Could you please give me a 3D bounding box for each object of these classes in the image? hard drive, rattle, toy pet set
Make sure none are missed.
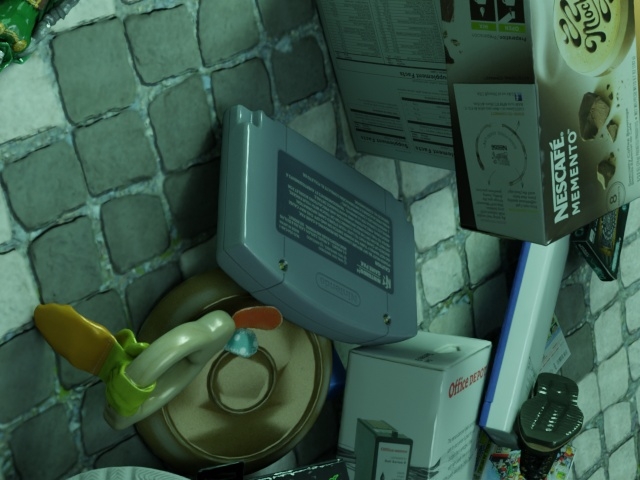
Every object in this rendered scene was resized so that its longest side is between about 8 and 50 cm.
[{"bbox_3d":[0.269,0.101,1.568,0.210,0.040,0.318,50,54,-69],"label":"hard drive"},{"bbox_3d":[-0.157,0.086,1.203,0.200,0.143,0.130,-38,148,-30],"label":"rattle"},{"bbox_3d":[-0.030,0.166,1.367,0.114,0.065,0.122,-4,103,-43],"label":"toy pet set"}]

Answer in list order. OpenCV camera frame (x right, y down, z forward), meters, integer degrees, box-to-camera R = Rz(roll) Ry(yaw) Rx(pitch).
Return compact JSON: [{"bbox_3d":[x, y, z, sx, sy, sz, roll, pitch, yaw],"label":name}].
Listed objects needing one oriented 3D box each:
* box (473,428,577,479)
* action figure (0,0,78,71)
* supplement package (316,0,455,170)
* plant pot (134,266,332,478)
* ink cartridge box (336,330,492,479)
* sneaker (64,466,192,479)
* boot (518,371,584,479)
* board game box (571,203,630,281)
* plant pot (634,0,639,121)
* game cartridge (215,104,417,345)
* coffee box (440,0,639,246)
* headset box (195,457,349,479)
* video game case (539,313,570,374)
[{"bbox_3d":[0.281,0.323,1.722,0.207,0.036,0.114,25,83,-44],"label":"box"},{"bbox_3d":[-0.246,-0.241,1.070,0.137,0.063,0.232,34,79,-46],"label":"action figure"},{"bbox_3d":[0.139,-0.241,1.335,0.199,0.198,0.262,-35,122,-32],"label":"supplement package"},{"bbox_3d":[-0.087,0.144,1.285,0.236,0.032,0.236,-5,101,-26],"label":"plant pot"},{"bbox_3d":[0.105,0.261,1.436,0.211,0.121,0.289,-8,106,-67],"label":"ink cartridge box"},{"bbox_3d":[-0.221,0.319,1.104,0.124,0.321,0.180,-86,159,-56],"label":"sneaker"},{"bbox_3d":[0.278,0.263,1.523,0.198,0.077,0.137,-32,137,-66],"label":"boot"},{"bbox_3d":[0.401,-0.051,1.715,0.126,0.026,0.186,44,55,-47],"label":"board game box"},{"bbox_3d":[0.421,-0.237,1.559,0.291,0.203,0.291,4,85,-51],"label":"plant pot"},{"bbox_3d":[0.000,0.000,1.308,0.297,0.062,0.198,30,55,-43],"label":"game cartridge"},{"bbox_3d":[0.221,-0.164,1.211,0.168,0.119,0.297,-23,115,-37],"label":"coffee box"},{"bbox_3d":[-0.077,0.369,1.230,0.246,0.131,0.283,-6,77,-29],"label":"headset box"},{"bbox_3d":[0.313,0.148,1.728,0.087,0.011,0.122,-46,128,-25],"label":"video game case"}]
